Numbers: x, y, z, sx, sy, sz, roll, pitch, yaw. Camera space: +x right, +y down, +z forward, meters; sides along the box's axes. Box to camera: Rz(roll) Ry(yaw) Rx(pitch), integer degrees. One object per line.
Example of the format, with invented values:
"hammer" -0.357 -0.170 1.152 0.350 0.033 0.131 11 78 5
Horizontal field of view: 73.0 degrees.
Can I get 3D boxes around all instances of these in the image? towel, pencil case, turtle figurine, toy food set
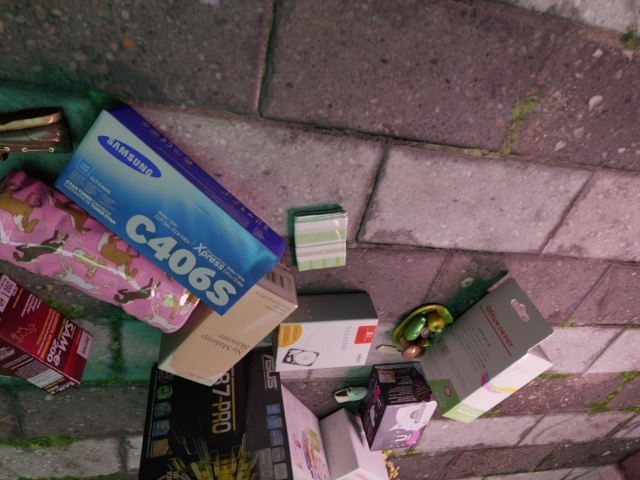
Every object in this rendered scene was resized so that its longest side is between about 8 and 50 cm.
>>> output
"towel" 0.000 0.000 0.926 0.113 0.023 0.152 -6 131 -6
"pencil case" -0.395 0.029 0.766 0.167 0.160 0.386 -40 126 23
"turtle figurine" 0.220 0.762 1.537 0.269 0.087 0.217 29 109 -21
"toy food set" 0.268 0.268 1.164 0.128 0.071 0.218 22 120 -27

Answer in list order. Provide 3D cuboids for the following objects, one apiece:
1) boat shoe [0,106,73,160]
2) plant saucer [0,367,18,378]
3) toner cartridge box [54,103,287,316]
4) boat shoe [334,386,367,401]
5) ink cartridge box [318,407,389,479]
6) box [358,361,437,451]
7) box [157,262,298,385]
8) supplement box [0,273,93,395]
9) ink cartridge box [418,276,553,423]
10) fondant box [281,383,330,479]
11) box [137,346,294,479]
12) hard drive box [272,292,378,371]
"boat shoe" -0.491 -0.153 0.654 0.207 0.073 0.073 -5 127 -8
"plant saucer" -0.692 0.257 0.964 0.168 0.029 0.168 -7 128 -9
"toner cartridge box" -0.241 -0.042 0.725 0.348 0.075 0.165 41 110 -12
"boat shoe" 0.091 0.457 1.299 0.100 0.035 0.035 -15 129 10
"ink cartridge box" 0.040 0.707 1.379 0.270 0.197 0.198 -34 128 14
"box" 0.227 0.500 1.294 0.163 0.142 0.247 0 128 -12
"box" -0.206 0.168 0.943 0.148 0.121 0.311 31 115 -30
"supplement box" -0.586 0.195 0.872 0.073 0.130 0.239 -26 130 7
"ink cartridge box" 0.441 0.288 1.131 0.119 0.207 0.353 28 118 -28
"fondant box" -0.092 0.554 1.201 0.096 0.238 0.330 -27 129 8
"box" -0.233 0.447 0.982 0.318 0.395 0.097 -5 130 -8
"hard drive box" 0.004 0.223 1.058 0.232 0.089 0.181 -2 129 -12
